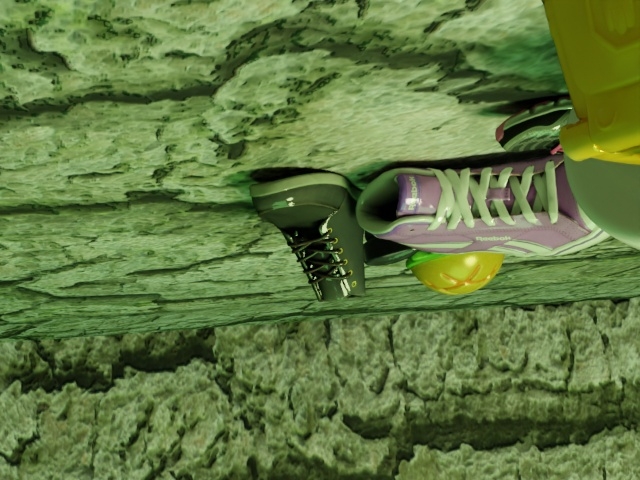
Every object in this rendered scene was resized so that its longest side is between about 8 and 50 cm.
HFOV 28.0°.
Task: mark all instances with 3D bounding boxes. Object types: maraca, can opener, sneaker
[{"bbox_3d":[0.164,0.014,1.549,0.127,0.099,0.186,-16,172,5],"label":"maraca"},{"bbox_3d":[0.133,-0.021,1.464,0.186,0.073,0.059,-18,159,18],"label":"can opener"},{"bbox_3d":[0.161,-0.035,1.265,0.282,0.102,0.161,-13,165,40],"label":"sneaker"},{"bbox_3d":[0.000,0.000,1.317,0.083,0.118,0.222,-9,170,23],"label":"sneaker"},{"bbox_3d":[0.235,-0.081,1.089,0.170,0.074,0.063,-4,171,-8],"label":"sneaker"}]

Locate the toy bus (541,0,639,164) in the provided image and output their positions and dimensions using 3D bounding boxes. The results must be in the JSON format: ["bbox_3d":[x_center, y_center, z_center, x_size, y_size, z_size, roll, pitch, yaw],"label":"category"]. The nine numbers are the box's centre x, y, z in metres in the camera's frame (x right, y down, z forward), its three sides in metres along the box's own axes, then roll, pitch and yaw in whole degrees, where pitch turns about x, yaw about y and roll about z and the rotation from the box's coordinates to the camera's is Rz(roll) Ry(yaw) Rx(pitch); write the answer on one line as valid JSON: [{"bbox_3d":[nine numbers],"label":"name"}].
[{"bbox_3d":[0.219,-0.087,0.628,0.220,0.211,0.149,0,168,-38],"label":"toy bus"}]

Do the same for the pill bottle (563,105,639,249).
[{"bbox_3d":[0.320,-0.044,0.986,0.161,0.161,0.283,-12,160,36],"label":"pill bottle"}]
